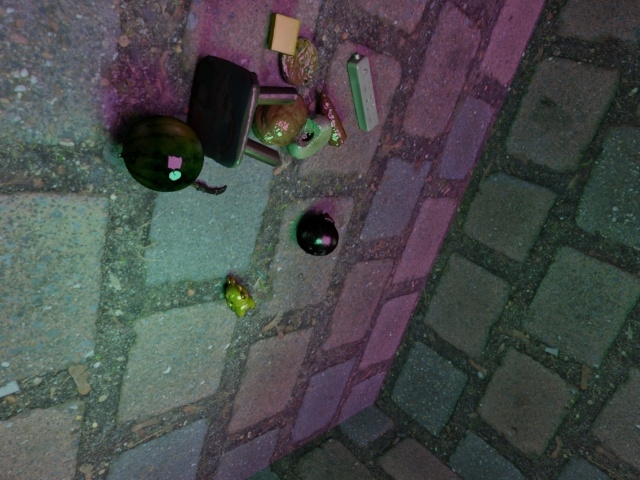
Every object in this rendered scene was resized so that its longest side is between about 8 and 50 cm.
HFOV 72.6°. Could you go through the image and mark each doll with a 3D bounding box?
[{"bbox_3d":[-0.369,0.253,1.984,0.135,0.143,0.221,-35,146,-25],"label":"doll"}]

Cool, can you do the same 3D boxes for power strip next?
[{"bbox_3d":[0.199,-0.681,2.009,0.091,0.062,0.385,-46,144,-21],"label":"power strip"}]

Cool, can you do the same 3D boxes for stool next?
[{"bbox_3d":[-0.264,-0.418,1.448,0.226,0.310,0.311,-8,124,-48],"label":"stool"}]

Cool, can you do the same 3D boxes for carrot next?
[{"bbox_3d":[0.043,-0.537,1.907,0.102,0.101,0.263,-45,139,-17],"label":"carrot"}]

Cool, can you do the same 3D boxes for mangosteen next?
[{"bbox_3d":[-0.006,-0.044,2.151,0.211,0.211,0.250,72,29,-47],"label":"mangosteen"}]

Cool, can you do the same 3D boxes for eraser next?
[{"bbox_3d":[-0.132,-0.736,1.560,0.097,0.045,0.123,-1,112,-33],"label":"eraser"}]

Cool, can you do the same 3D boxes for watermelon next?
[{"bbox_3d":[-0.487,-0.268,1.355,0.242,0.242,0.243,-30,136,-33],"label":"watermelon"}]

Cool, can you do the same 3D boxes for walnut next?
[{"bbox_3d":[-0.154,-0.460,1.644,0.245,0.198,0.198,-58,149,-33],"label":"walnut"}]

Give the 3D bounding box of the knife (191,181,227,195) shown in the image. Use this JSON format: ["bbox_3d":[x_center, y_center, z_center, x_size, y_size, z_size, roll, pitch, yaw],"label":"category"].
[{"bbox_3d":[-0.443,-0.198,1.644,0.222,0.021,0.046,1,116,-55],"label":"knife"}]

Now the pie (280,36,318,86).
[{"bbox_3d":[-0.084,-0.690,1.682,0.186,0.041,0.187,-28,134,-33],"label":"pie"}]

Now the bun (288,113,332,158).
[{"bbox_3d":[-0.054,-0.448,1.829,0.212,0.126,0.204,-37,166,-17],"label":"bun"}]

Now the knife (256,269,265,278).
[{"bbox_3d":[-0.288,0.168,2.120,0.014,0.005,0.091,-51,145,-11],"label":"knife"}]
